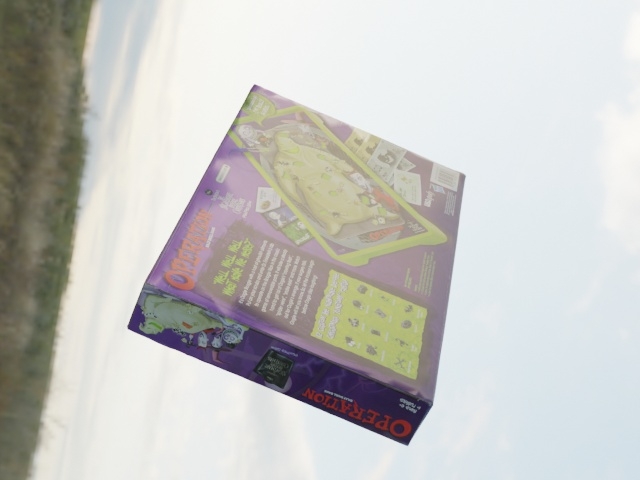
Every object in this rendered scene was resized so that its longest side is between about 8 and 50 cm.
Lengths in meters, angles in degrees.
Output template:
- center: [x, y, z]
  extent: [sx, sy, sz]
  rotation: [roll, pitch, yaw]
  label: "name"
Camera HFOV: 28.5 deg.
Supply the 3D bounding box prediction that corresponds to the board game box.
- center: [0.000, 0.000, 0.968]
  extent: [0.056, 0.208, 0.347]
  rotation: [-61, -175, 30]
  label: "board game box"
